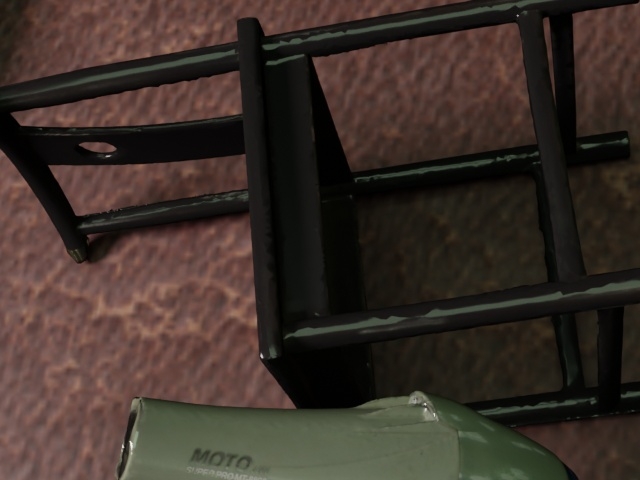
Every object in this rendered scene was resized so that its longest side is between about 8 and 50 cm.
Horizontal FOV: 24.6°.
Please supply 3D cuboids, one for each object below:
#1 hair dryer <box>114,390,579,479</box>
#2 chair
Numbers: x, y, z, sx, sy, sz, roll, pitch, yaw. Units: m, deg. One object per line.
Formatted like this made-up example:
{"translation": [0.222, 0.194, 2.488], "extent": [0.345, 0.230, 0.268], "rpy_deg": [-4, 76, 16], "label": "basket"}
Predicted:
{"translation": [-0.015, 0.136, 0.518], "extent": [0.167, 0.067, 0.199], "rpy_deg": [27, 93, -16], "label": "hair dryer"}
{"translation": [0.000, 0.000, 0.571], "extent": [0.260, 0.154, 0.141], "rpy_deg": [-9, 65, 7], "label": "chair"}
